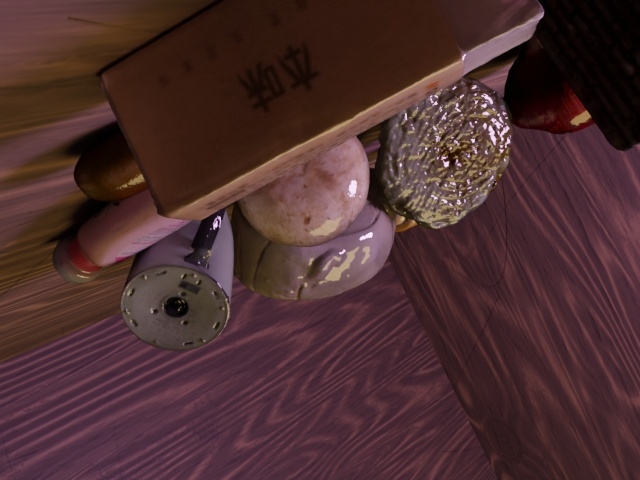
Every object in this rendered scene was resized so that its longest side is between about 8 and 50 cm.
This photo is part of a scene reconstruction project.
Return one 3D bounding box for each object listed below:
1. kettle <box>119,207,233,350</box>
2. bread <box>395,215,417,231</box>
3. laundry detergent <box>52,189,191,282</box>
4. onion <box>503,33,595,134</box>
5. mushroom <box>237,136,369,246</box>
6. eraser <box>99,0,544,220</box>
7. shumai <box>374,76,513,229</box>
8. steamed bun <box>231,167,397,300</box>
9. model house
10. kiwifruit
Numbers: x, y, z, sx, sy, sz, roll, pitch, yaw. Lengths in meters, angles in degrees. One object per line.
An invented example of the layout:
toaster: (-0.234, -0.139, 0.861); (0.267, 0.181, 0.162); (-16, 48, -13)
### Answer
kettle: (-0.210, 0.020, 1.051); (0.240, 0.165, 0.255); (-58, -163, 26)
bread: (0.232, -0.149, 1.660); (0.172, 0.121, 0.311); (7, -130, 33)
laundry detergent: (-0.274, -0.028, 0.937); (0.335, 0.088, 0.159); (-26, -173, 33)
onion: (0.465, -0.343, 1.235); (0.272, 0.195, 0.272); (-32, -150, 22)
mushroom: (-0.021, -0.083, 1.189); (0.253, 0.189, 0.195); (-23, 175, 5)
eraser: (-0.006, -0.151, 0.532); (0.343, 0.144, 0.078); (-28, 175, 11)
shumai: (0.227, -0.218, 1.345); (0.309, 0.304, 0.263); (-42, -154, 13)
steamed bun: (0.005, 0.002, 1.374); (0.383, 0.236, 0.247); (-10, 138, -18)
model house: (0.336, -0.236, 0.632); (0.230, 0.281, 0.248); (-22, 169, -42)
kiwifruit: (-0.202, -0.086, 0.684); (0.124, 0.075, 0.075); (-30, 177, -2)
